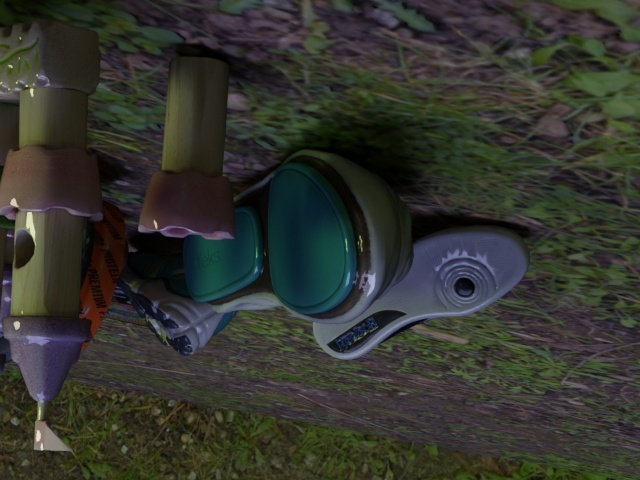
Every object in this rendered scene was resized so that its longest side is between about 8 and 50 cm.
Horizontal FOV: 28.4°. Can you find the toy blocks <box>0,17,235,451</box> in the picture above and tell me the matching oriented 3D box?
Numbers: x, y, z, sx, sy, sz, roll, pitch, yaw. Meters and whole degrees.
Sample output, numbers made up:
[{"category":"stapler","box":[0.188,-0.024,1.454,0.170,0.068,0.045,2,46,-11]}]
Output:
[{"category":"toy blocks","box":[-0.255,-0.003,0.839,0.289,0.260,0.309,-1,174,44]}]

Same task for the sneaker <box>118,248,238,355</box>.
[{"category":"sneaker","box":[-0.146,0.054,1.371,0.107,0.110,0.275,59,165,-19]}]

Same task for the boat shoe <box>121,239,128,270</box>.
[{"category":"boat shoe","box":[-0.307,0.034,1.426,0.116,0.123,0.324,17,167,-24]}]

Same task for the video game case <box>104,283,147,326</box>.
[{"category":"video game case","box":[-0.336,0.057,1.696,0.275,0.035,0.248,12,165,2]}]

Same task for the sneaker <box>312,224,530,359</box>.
[{"category":"sneaker","box":[0.098,0.027,1.152,0.217,0.079,0.121,-26,-171,27]}]

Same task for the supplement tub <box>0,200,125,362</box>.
[{"category":"supplement tub","box":[-0.360,-0.012,1.119,0.338,0.207,0.207,22,163,-29]}]

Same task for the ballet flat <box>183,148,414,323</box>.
[{"category":"ballet flat","box":[0.000,0.000,1.058,0.139,0.139,0.400,19,168,-20]}]
